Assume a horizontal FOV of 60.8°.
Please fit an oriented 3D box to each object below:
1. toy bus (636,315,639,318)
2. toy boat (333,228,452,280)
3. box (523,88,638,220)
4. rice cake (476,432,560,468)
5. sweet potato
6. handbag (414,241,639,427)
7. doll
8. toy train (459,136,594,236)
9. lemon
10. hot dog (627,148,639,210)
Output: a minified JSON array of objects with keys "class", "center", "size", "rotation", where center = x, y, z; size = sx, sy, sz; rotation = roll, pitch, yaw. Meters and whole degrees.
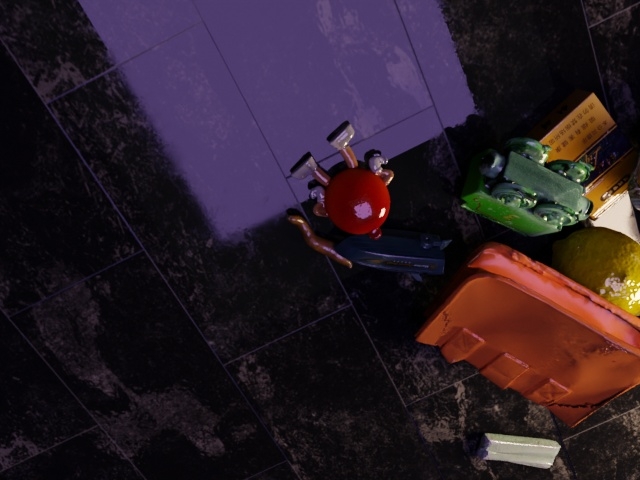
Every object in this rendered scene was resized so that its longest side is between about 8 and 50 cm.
[{"class":"toy bus","center":[0.699,0.259,1.301],"size":[0.297,0.131,0.106],"rotation":[-11,116,-2]},{"class":"toy boat","center":[0.148,0.026,1.160],"size":[0.246,0.093,0.103],"rotation":[5,133,-9]},{"class":"box","center":[0.555,-0.176,1.141],"size":[0.152,0.070,0.237],"rotation":[-43,108,11]},{"class":"rice cake","center":[0.523,0.558,1.450],"size":[0.221,0.042,0.080],"rotation":[11,115,-12]},{"class":"sweet potato","center":[-0.003,0.004,1.161],"size":[0.179,0.044,0.044],"rotation":[38,103,-12]},{"class":"handbag","center":[0.444,0.203,1.150],"size":[0.410,0.116,0.303],"rotation":[29,135,2]},{"class":"doll","center":[0.066,-0.104,1.105],"size":[0.183,0.085,0.217],"rotation":[-39,94,7]},{"class":"toy train","center":[0.404,-0.100,1.085],"size":[0.243,0.188,0.132],"rotation":[23,75,-15]},{"class":"lemon","center":[0.604,0.072,1.175],"size":[0.231,0.192,0.192],"rotation":[43,105,20]},{"class":"hot dog","center":[0.710,-0.162,1.102],"size":[0.162,0.082,0.270],"rotation":[39,73,-20]}]
